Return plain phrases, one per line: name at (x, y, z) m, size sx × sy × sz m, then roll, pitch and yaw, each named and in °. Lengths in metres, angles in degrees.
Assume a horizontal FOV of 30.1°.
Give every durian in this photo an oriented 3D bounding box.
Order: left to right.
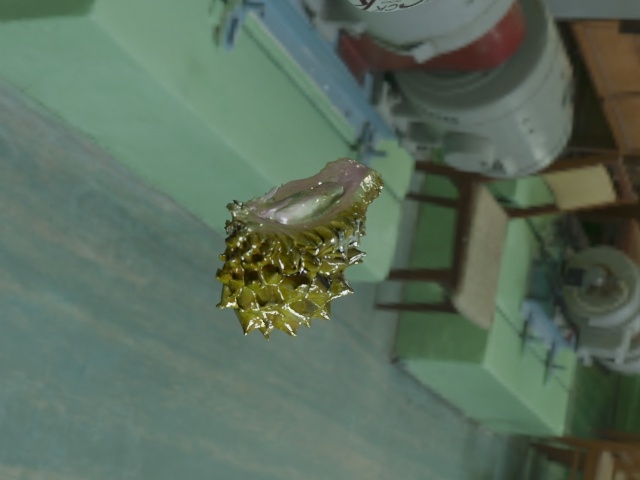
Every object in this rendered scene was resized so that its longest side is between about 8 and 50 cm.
durian at (0.008, -0.004, 0.964) m, size 0.224 × 0.078 × 0.140 m, roll -42°, pitch 130°, yaw -41°

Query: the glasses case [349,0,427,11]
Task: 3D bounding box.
glasses case at (0.108, -0.320, 0.930) m, size 0.137 × 0.085 × 0.355 m, roll -14°, pitch 150°, yaw -29°
